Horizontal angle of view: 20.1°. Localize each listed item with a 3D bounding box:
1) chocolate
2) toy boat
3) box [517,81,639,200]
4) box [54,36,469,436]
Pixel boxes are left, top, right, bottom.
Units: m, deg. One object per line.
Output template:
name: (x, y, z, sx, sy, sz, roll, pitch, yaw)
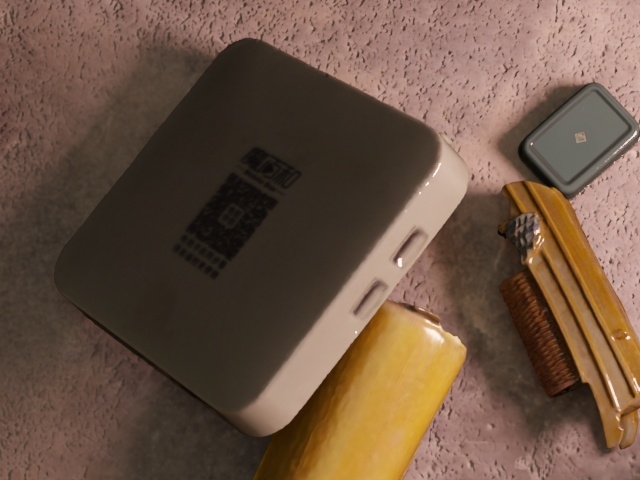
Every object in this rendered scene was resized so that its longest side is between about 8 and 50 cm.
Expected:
chocolate: (-0.003, 0.265, 1.916, 0.162, 0.162, 0.445, 26, 84, 9)
toy boat: (0.267, 0.081, 1.960, 0.115, 0.089, 0.310, -29, 78, 15)
box: (0.291, -0.113, 2.030, 0.126, 0.031, 0.091, -40, 78, -4)
box: (-0.067, -0.014, 1.931, 0.367, 0.090, 0.373, 32, 80, 40)
